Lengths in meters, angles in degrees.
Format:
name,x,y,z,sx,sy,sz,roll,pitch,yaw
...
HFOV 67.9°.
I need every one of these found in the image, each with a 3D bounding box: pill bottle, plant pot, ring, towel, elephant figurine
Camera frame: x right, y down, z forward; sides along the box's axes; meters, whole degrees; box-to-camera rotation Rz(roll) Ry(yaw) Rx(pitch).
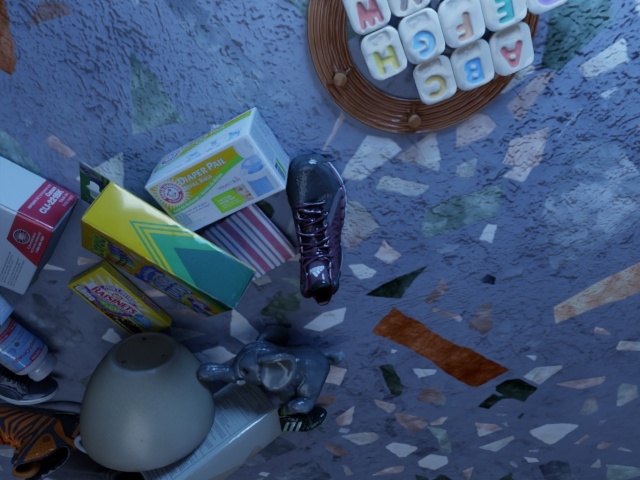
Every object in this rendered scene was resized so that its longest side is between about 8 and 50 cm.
name,x,y,z,sx,sy,sz,roll,pitch,yaw
pill bottle,-0.691,0.251,1.091,0.087,0.087,0.160,-24,124,18
plant pot,-0.375,0.312,1.027,0.284,0.284,0.191,4,116,-2
ring,0.148,-0.307,0.690,0.337,0.032,0.336,1,126,1
towel,-0.163,0.017,0.944,0.197,0.029,0.144,-29,119,21
elephant figurine,-0.107,0.274,1.049,0.239,0.186,0.169,41,149,-27

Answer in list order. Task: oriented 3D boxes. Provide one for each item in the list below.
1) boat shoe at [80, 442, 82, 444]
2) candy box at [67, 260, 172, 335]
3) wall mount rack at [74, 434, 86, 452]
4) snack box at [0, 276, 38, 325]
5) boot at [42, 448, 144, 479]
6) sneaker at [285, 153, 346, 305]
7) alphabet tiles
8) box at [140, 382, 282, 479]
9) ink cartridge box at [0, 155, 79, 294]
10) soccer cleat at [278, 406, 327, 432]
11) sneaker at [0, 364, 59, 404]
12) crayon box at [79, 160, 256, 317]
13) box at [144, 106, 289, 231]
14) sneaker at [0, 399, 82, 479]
name,x,y,z,sx,sy,sz,roll,pitch,yaw
boat shoe,-0.608,0.579,1.353,0.178,0.060,0.064,31,122,-21
candy box,-0.433,0.136,1.037,0.105,0.027,0.206,-27,122,18
wall mount rack,-0.442,0.493,1.252,0.350,0.130,0.304,19,129,-13
snack box,-0.689,0.127,0.922,0.175,0.207,0.070,-8,126,8
boot,-0.591,0.646,1.320,0.338,0.118,0.223,19,153,-29
sneaker,0.000,0.000,0.840,0.106,0.162,0.281,-7,127,6
alphabet tiles,0.179,-0.331,0.639,0.284,0.021,0.278,-19,125,14
box,-0.256,0.470,1.111,0.311,0.148,0.121,-29,134,-28
ink cartridge box,-0.613,-0.053,0.843,0.273,0.114,0.197,30,123,-21
soccer cleat,-0.070,0.473,1.265,0.179,0.060,0.072,-18,123,18
sneaker,-0.748,0.307,1.135,0.226,0.086,0.163,15,128,-9
crayon box,-0.294,0.017,0.831,0.323,0.083,0.203,34,155,-15
box,-0.169,-0.114,0.795,0.203,0.103,0.114,-23,124,18
sneaker,-0.786,0.519,1.236,0.321,0.180,0.124,-4,127,4
